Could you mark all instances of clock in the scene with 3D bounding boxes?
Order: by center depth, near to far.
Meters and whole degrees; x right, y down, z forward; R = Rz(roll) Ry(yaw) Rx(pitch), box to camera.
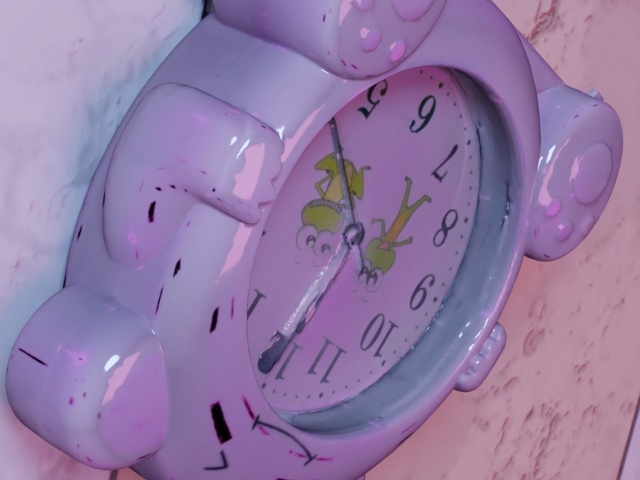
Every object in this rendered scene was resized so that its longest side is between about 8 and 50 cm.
[{"bbox_3d":[0.000,0.000,1.034,0.322,0.113,0.295,-58,140,-6],"label":"clock"}]
